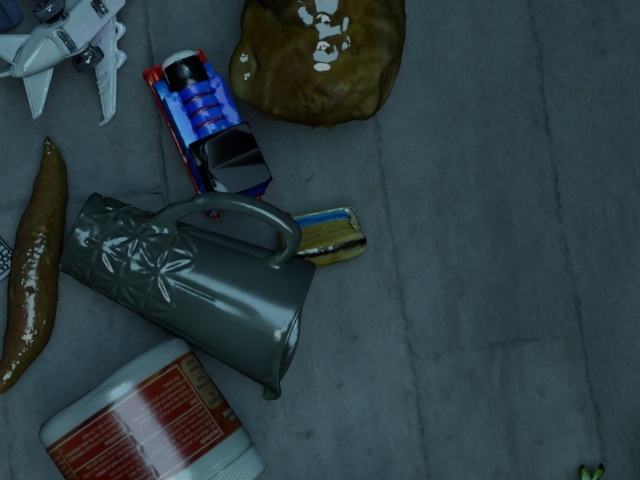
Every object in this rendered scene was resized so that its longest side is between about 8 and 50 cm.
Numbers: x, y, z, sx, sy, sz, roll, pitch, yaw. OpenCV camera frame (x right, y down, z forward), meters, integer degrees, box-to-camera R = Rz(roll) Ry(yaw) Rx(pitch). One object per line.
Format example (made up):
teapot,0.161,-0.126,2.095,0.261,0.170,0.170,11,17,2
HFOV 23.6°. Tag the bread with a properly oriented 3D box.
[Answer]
bread,0.000,0.000,1.896,0.106,0.053,0.072,-12,60,-13

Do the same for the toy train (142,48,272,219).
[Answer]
toy train,-0.136,-0.135,1.852,0.083,0.131,0.204,-24,85,-12

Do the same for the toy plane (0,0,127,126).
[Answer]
toy plane,-0.290,-0.270,1.849,0.255,0.101,0.251,-49,119,-28

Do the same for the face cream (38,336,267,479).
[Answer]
face cream,-0.192,0.237,1.749,0.201,0.201,0.187,-34,88,-13

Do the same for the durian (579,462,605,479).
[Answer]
durian,0.342,0.455,1.850,0.106,0.132,0.375,1,76,15

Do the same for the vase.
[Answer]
vase,-0.148,0.039,1.804,0.301,0.156,0.251,23,121,-3

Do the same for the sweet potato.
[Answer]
sweet potato,-0.338,0.028,1.824,0.066,0.072,0.314,9,81,-16

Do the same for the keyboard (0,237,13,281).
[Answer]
keyboard,-0.432,0.058,1.835,0.155,0.010,0.053,-43,91,-13

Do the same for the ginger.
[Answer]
ginger,0.004,-0.256,1.868,0.200,0.269,0.223,11,119,1

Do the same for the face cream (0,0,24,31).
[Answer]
face cream,-0.470,-0.225,1.735,0.135,0.086,0.385,63,36,-23
